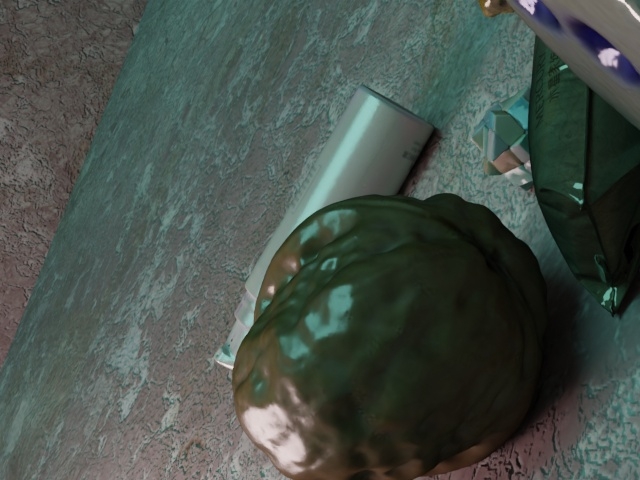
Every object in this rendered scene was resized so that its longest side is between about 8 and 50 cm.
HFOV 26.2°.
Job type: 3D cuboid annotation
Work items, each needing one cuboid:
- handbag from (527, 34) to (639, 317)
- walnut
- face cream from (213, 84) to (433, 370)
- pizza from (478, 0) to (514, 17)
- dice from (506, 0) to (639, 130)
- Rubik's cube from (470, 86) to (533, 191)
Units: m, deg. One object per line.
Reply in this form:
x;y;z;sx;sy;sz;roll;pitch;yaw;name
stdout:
0.219;-0.089;1.079;0.117;0.182;0.270;-6;54;19;handbag
0.056;0.085;1.130;0.273;0.227;0.273;-46;26;30;walnut
0.000;0.000;1.524;0.346;0.102;0.102;-61;22;9;face cream
0.238;-0.350;1.327;0.305;0.161;0.085;-62;1;3;pizza
0.246;-0.206;0.841;0.243;0.259;0.251;-49;7;1;dice
0.178;-0.089;1.244;0.073;0.075;0.084;-55;0;-32;Rubik's cube
